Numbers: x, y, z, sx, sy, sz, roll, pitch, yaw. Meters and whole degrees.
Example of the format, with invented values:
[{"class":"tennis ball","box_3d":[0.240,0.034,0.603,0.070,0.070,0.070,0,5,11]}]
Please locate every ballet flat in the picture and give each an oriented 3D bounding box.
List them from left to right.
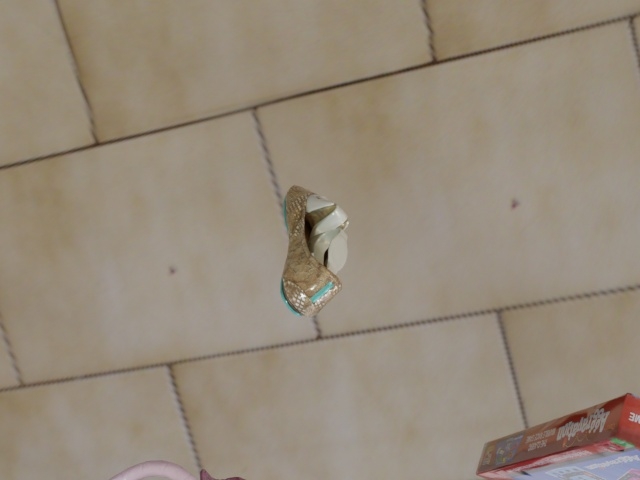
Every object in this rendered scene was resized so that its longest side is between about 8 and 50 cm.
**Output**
[{"class":"ballet flat","box_3d":[0.000,0.000,1.327,0.067,0.206,0.073,-31,123,21]}]

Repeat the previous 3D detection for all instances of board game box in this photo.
[{"class":"board game box","box_3d":[0.193,0.141,0.745,0.145,0.281,0.027,19,75,-2]}]

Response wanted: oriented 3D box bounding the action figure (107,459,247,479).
[{"class":"action figure","box_3d":[-0.023,0.362,1.191,0.248,0.370,0.276,-39,137,-6]}]
